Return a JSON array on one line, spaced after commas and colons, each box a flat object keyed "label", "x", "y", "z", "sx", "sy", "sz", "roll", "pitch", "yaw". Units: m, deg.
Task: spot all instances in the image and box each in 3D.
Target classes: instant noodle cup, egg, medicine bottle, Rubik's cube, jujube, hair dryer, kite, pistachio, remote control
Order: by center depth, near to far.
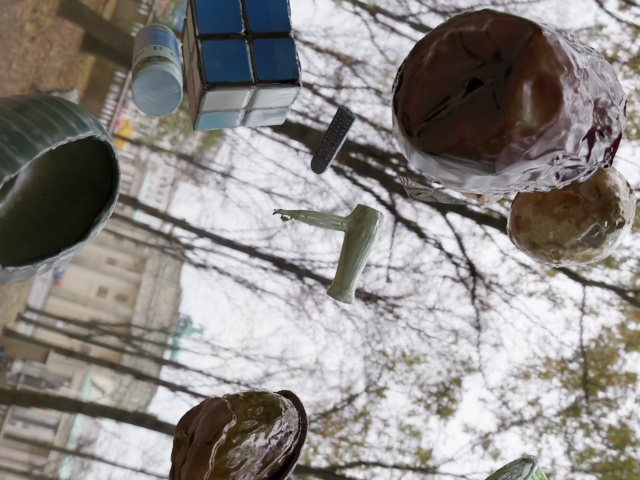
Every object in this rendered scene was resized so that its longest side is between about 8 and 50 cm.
[{"label": "medicine bottle", "x": -0.167, "y": -0.177, "z": 0.829, "sx": 0.051, "sy": 0.051, "sz": 0.191, "roll": -65, "pitch": -159, "yaw": 19}, {"label": "jujube", "x": 0.250, "y": -0.171, "z": 1.046, "sx": 0.258, "sy": 0.376, "sz": 0.259, "roll": 8, "pitch": -78, "yaw": 38}, {"label": "pistachio", "x": -0.107, "y": 0.261, "z": 1.069, "sx": 0.210, "sy": 0.165, "sz": 0.131, "roll": -32, "pitch": 152, "yaw": -35}, {"label": "kite", "x": 0.180, "y": -0.082, "z": 1.295, "sx": 0.152, "sy": 0.137, "sz": 0.005, "roll": -23, "pitch": 132, "yaw": -53}, {"label": "Rubik's cube", "x": -0.138, "y": -0.301, "z": 1.369, "sx": 0.180, "sy": 0.167, "sz": 0.184, "roll": 138, "pitch": -55, "yaw": -70}, {"label": "egg", "x": 0.437, "y": -0.046, "z": 1.435, "sx": 0.233, "sy": 0.195, "sz": 0.195, "roll": -14, "pitch": -125, "yaw": 45}, {"label": "remote control", "x": 0.023, "y": -0.194, "z": 1.601, "sx": 0.027, "sy": 0.043, "sz": 0.153, "roll": -21, "pitch": 149, "yaw": -48}, {"label": "hair dryer", "x": 0.000, "y": 0.000, "z": 1.659, "sx": 0.206, "sy": 0.237, "sz": 0.075, "roll": -69, "pitch": -159, "yaw": -1}, {"label": "instant noodle cup", "x": 0.449, "y": 0.618, "z": 1.743, "sx": 0.207, "sy": 0.233, "sz": 0.207, "roll": -35, "pitch": 176, "yaw": -3}]

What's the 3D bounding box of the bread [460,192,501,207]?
[{"label": "bread", "x": 0.335, "y": -0.198, "z": 1.694, "sx": 0.134, "sy": 0.129, "sz": 0.260, "roll": -4, "pitch": 106, "yaw": -63}]

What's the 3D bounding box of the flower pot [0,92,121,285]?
[{"label": "flower pot", "x": -0.329, "y": -0.056, "z": 0.875, "sx": 0.243, "sy": 0.157, "sz": 0.189, "roll": -39, "pitch": 131, "yaw": -41}]
